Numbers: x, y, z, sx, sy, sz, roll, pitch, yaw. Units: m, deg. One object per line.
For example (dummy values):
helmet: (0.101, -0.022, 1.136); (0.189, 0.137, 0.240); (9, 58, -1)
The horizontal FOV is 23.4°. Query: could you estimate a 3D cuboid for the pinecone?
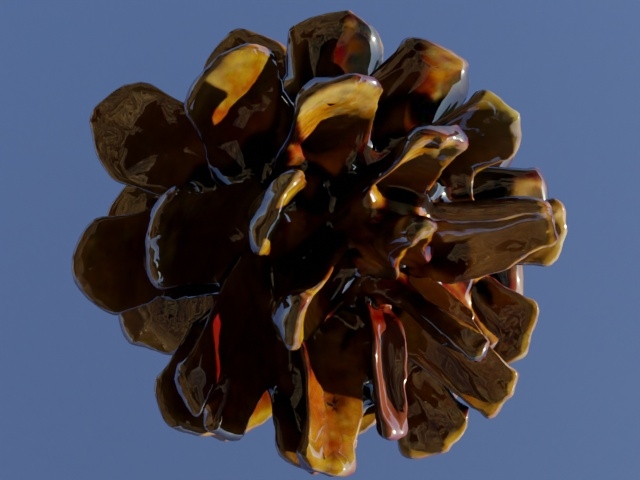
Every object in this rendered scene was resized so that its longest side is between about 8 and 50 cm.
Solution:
pinecone: (0.000, 0.001, 0.722); (0.229, 0.202, 0.201); (-16, -151, 2)
